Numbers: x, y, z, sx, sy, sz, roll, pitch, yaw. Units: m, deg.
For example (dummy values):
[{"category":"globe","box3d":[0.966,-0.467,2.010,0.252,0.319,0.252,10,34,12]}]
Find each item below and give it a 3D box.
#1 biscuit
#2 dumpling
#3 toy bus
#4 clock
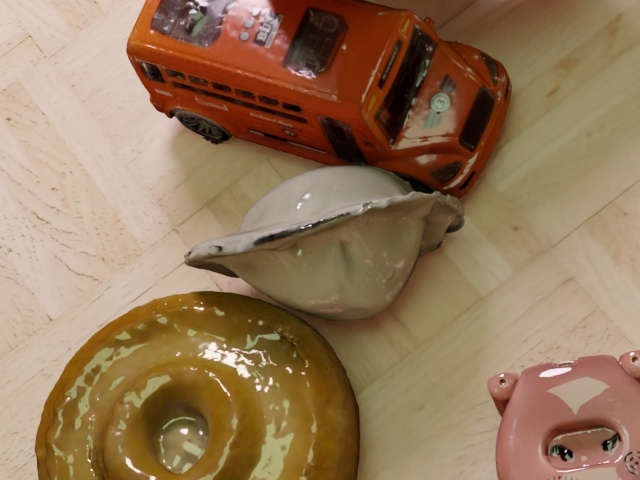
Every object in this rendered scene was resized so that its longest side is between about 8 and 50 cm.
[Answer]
[{"category":"biscuit","box3d":[-0.110,0.179,1.672,0.296,0.102,0.296,-7,66,15]},{"category":"dumpling","box3d":[0.000,0.000,1.682,0.247,0.172,0.142,-13,78,9]},{"category":"toy bus","box3d":[-0.001,-0.151,1.762,0.329,0.153,0.143,19,74,22]},{"category":"clock","box3d":[0.213,0.179,1.577,0.166,0.093,0.162,-11,66,11]}]
